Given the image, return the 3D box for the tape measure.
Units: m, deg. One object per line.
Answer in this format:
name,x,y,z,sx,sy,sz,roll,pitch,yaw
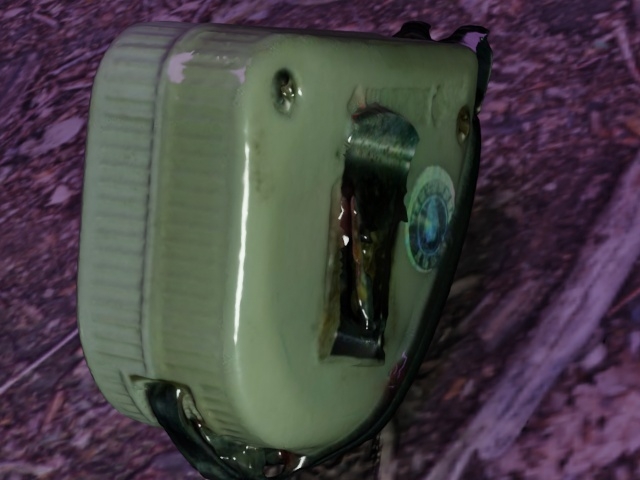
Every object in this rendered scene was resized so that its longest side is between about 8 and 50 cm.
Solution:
tape measure,0.000,0.000,0.898,0.115,0.207,0.235,5,6,31
